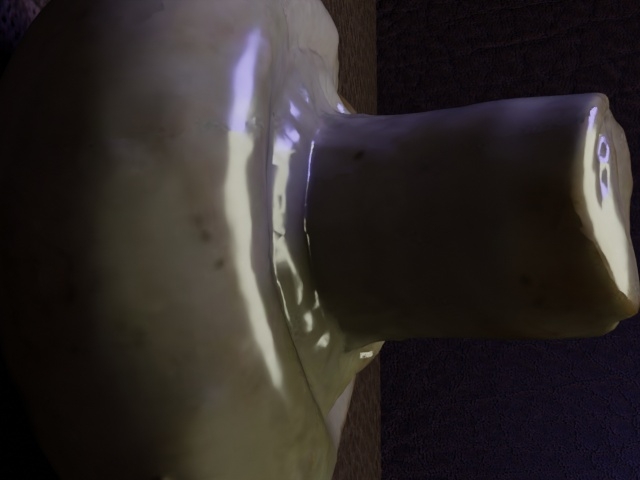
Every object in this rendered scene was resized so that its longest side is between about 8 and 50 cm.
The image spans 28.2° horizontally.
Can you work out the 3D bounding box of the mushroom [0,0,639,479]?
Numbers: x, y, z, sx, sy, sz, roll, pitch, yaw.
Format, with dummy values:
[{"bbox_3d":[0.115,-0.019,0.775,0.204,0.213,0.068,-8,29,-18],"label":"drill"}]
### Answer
[{"bbox_3d":[0.000,0.000,0.602,0.292,0.290,0.292,-3,90,-78],"label":"mushroom"}]
